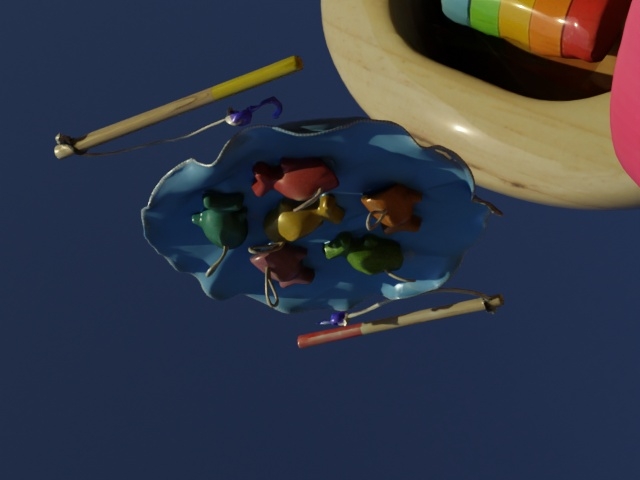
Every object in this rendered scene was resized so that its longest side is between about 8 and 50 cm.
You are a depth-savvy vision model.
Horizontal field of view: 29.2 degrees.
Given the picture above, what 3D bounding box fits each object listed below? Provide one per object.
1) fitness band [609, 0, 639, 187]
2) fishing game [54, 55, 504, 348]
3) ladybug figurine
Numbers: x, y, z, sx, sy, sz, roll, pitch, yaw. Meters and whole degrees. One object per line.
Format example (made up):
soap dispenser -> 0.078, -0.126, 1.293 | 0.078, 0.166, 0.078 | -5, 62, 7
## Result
fitness band -> 0.218, -0.115, 0.474 | 0.209, 0.291, 0.054 | -21, -127, -22
fishing game -> 0.000, 0.000, 0.651 | 0.264, 0.189, 0.041 | 49, -147, -52
ladybug figurine -> 0.189, -0.169, 0.949 | 0.449, 0.305, 0.162 | 34, 179, 39
